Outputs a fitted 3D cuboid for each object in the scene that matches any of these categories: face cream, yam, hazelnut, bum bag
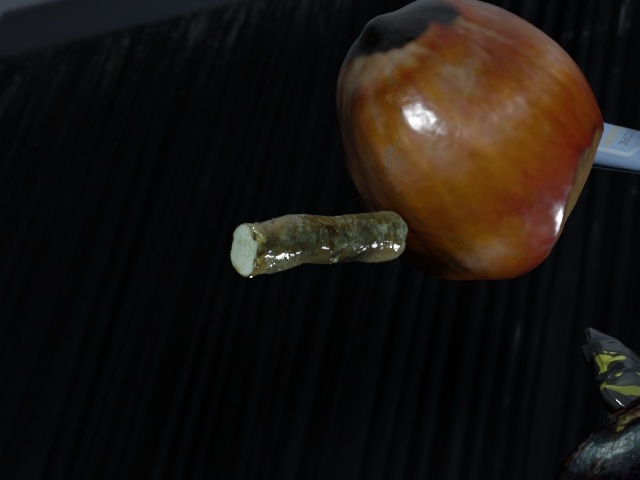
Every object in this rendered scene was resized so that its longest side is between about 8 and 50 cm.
[{"bbox_3d":[0.413,-0.164,2.173,0.385,0.135,0.086,13,119,23],"label":"face cream"},{"bbox_3d":[0.000,0.000,1.402,0.061,0.061,0.253,-10,177,39],"label":"yam"},{"bbox_3d":[0.179,-0.125,1.676,0.366,0.365,0.366,11,154,6],"label":"hazelnut"},{"bbox_3d":[0.326,0.157,1.400,0.107,0.060,0.232,37,-168,-6],"label":"bum bag"}]

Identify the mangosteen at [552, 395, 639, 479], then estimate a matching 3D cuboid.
[{"bbox_3d":[0.349,0.275,1.150,0.330,0.330,0.330,11,154,6],"label":"mangosteen"}]
